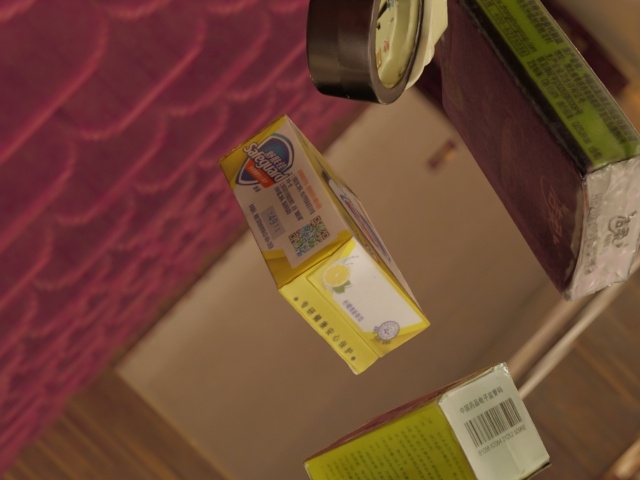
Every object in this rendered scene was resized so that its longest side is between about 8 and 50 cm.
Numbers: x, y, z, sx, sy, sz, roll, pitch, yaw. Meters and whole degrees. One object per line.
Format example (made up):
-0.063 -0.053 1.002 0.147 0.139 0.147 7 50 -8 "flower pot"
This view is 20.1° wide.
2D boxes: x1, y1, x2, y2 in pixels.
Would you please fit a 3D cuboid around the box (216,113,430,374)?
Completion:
0.000 0.000 1.955 0.097 0.168 0.265 -37 -144 7 "box"

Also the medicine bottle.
0.122 0.255 2.085 0.137 0.141 0.250 -20 172 -47 "medicine bottle"

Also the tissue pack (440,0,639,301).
0.293 -0.152 2.408 0.124 0.394 0.288 -22 146 -12 "tissue pack"

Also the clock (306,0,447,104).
0.056 -0.325 1.786 0.276 0.120 0.379 -55 151 -50 "clock"
